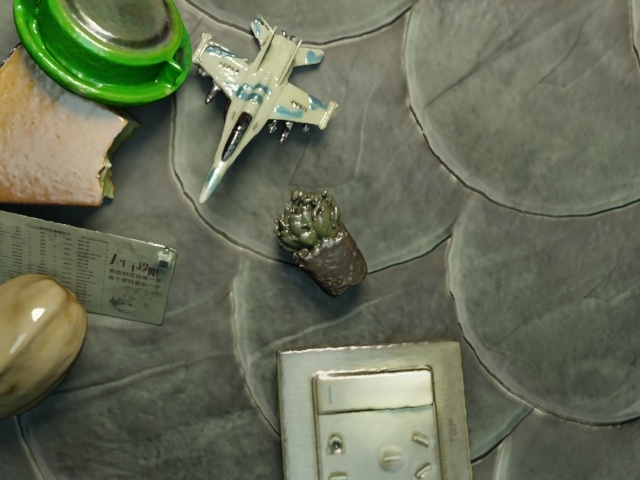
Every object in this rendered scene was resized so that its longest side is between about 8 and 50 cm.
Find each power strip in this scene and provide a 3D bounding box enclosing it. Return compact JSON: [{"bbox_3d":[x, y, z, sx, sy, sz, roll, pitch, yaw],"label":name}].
[{"bbox_3d":[0.071,0.262,1.001,0.257,0.092,0.251,-3,89,-6],"label":"power strip"}]

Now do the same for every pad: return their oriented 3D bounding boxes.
[{"bbox_3d":[-0.317,0.036,0.914,0.265,0.009,0.159,13,135,-9],"label":"pad"}]

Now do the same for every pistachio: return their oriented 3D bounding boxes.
[{"bbox_3d":[-0.379,0.138,0.908,0.138,0.153,0.238,47,121,-1],"label":"pistachio"}]

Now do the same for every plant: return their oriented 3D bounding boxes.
[{"bbox_3d":[0.000,0.000,0.961,0.092,0.094,0.143,-30,112,12],"label":"plant"}]

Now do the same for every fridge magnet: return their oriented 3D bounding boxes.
[{"bbox_3d":[-0.244,-0.248,0.856,0.208,0.088,0.208,18,54,-26],"label":"fridge magnet"}]

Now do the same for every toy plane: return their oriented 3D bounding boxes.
[{"bbox_3d":[-0.092,-0.155,0.919,0.192,0.088,0.262,28,79,-7],"label":"toy plane"}]

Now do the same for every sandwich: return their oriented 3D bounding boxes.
[{"bbox_3d":[-0.339,-0.096,0.893,0.186,0.108,0.220,39,92,-10],"label":"sandwich"}]
